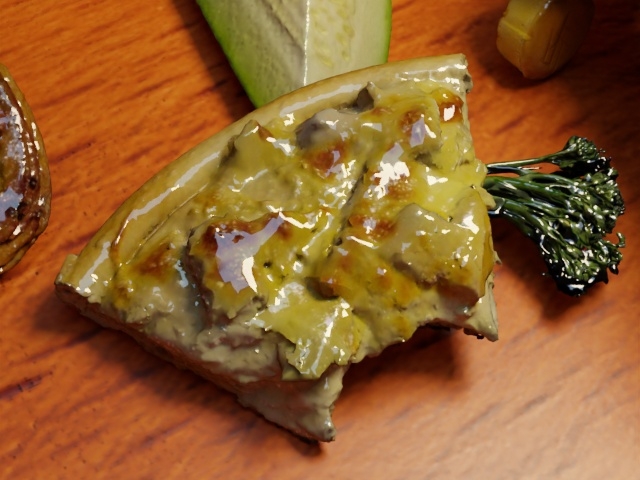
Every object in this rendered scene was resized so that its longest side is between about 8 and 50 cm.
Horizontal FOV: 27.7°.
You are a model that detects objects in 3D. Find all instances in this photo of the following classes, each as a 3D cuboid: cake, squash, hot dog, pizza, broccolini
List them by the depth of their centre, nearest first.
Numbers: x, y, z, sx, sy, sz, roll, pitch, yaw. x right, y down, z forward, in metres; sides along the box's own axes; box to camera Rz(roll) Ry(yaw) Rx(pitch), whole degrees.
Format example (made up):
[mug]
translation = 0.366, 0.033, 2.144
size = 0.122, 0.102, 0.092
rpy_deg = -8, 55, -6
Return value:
[pizza]
translation = 0.000, 0.000, 0.834
size = 0.323, 0.089, 0.223
rpy_deg = -30, 66, -11
[hot dog]
translation = -0.278, -0.066, 0.868
size = 0.160, 0.099, 0.227
rpy_deg = -37, 68, -28
[broccolini]
translation = 0.092, 0.009, 0.896
size = 0.271, 0.062, 0.123
rpy_deg = -16, 52, -10
[squash]
translation = 0.013, -0.211, 0.990
size = 0.111, 0.203, 0.288
rpy_deg = 20, 32, -50
[cake]
translation = 0.177, -0.168, 1.013
size = 0.084, 0.084, 0.044
rpy_deg = -31, 55, -27
